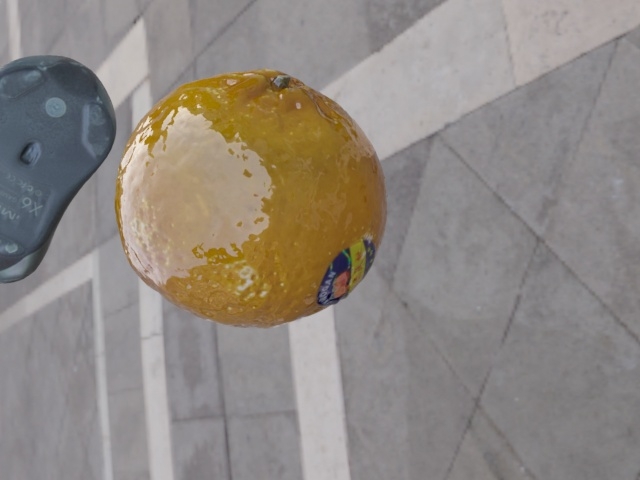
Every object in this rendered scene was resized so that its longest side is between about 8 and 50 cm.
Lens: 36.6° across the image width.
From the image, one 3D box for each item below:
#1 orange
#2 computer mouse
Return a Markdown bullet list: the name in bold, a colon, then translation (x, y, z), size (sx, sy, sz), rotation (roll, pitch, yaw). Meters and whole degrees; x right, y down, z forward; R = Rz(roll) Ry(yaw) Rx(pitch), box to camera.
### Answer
- **orange**: translation (-0.043, -0.027, 0.629), size (0.155, 0.177, 0.178), rotation (94, 158, -49)
- **computer mouse**: translation (-0.387, -0.058, 1.179), size (0.379, 0.167, 0.090), rotation (-61, 15, -18)
